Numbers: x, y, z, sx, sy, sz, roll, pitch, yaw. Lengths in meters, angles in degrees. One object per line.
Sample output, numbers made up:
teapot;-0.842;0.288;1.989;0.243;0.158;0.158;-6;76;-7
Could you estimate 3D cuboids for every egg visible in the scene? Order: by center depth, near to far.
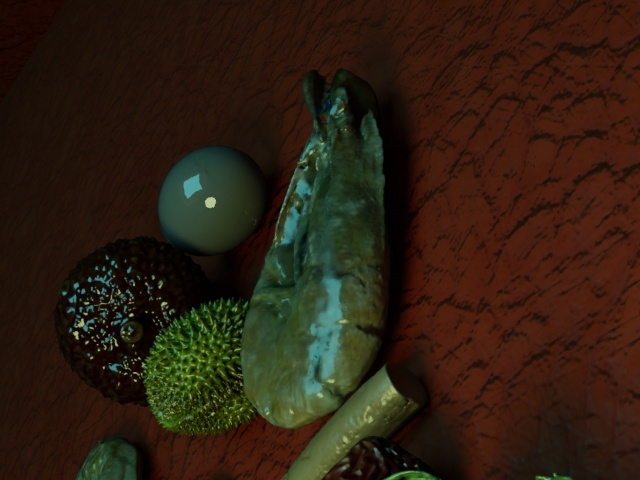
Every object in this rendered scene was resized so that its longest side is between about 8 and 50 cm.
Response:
egg;-0.156;-0.054;1.466;0.199;0.146;0.146;-39;40;53

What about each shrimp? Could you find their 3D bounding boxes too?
shrimp;0.000;0.000;1.185;0.221;0.110;0.445;-18;55;47
shrimp;-0.330;0.416;1.501;0.247;0.085;0.360;-62;20;1

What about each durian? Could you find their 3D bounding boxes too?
durian;-0.138;0.152;1.287;0.198;0.159;0.146;-57;36;21

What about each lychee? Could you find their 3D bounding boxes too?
lychee;-0.252;0.109;1.443;0.271;0.236;0.236;-61;-5;-85

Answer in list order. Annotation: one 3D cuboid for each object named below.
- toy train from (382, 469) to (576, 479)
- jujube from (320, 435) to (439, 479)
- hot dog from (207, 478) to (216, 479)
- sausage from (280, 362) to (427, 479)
toy train;0.122;0.275;0.722;0.272;0.159;0.188;-3;56;38
jujube;0.035;0.296;0.917;0.168;0.168;0.236;-13;48;57
hot dog;-0.141;0.325;1.314;0.090;0.030;0.034;-41;38;40
sausage;0.005;0.245;1.086;0.301;0.066;0.066;-54;32;24
